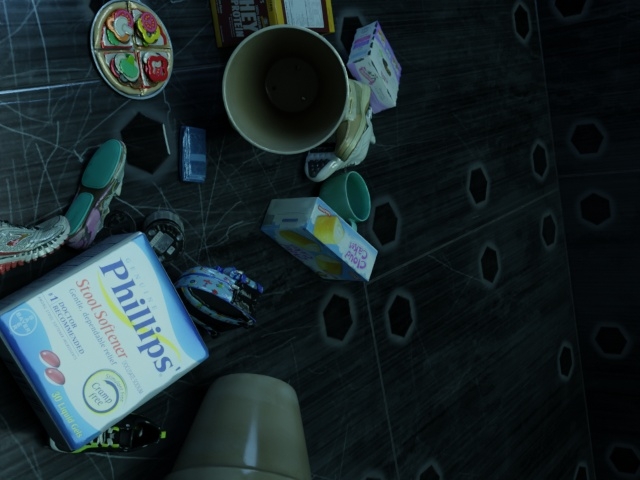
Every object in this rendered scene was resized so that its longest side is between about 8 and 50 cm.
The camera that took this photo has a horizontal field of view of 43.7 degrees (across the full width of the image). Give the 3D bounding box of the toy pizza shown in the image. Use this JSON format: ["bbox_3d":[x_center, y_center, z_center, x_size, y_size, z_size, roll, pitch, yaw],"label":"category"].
[{"bbox_3d":[-0.369,-0.384,1.596,0.201,0.032,0.202,2,87,-50],"label":"toy pizza"}]

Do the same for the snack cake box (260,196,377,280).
[{"bbox_3d":[0.000,0.000,1.928,0.264,0.152,0.089,40,60,-41],"label":"snack cake box"}]

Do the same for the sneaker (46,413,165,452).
[{"bbox_3d":[-0.391,0.354,1.491,0.234,0.097,0.084,11,80,-49],"label":"sneaker"}]

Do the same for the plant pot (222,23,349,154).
[{"bbox_3d":[-0.070,-0.331,1.733,0.274,0.256,0.257,-90,167,-77],"label":"plant pot"}]

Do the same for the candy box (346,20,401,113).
[{"bbox_3d":[0.147,-0.464,2.138,0.165,0.070,0.196,57,30,-32],"label":"candy box"}]

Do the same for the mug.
[{"bbox_3d":[0.050,-0.094,2.017,0.130,0.097,0.158,62,33,-25],"label":"mug"}]

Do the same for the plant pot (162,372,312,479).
[{"bbox_3d":[-0.156,0.439,1.645,0.323,0.323,0.281,39,43,-42],"label":"plant pot"}]

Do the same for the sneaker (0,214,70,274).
[{"bbox_3d":[-0.525,-0.002,1.354,0.225,0.088,0.093,-30,110,-47],"label":"sneaker"}]

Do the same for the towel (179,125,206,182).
[{"bbox_3d":[-0.271,-0.184,1.708,0.067,0.029,0.120,1,87,-51],"label":"towel"}]

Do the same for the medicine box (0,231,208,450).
[{"bbox_3d":[-0.391,0.166,1.391,0.289,0.149,0.264,-34,106,-30],"label":"medicine box"}]

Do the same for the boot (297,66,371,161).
[{"bbox_3d":[0.011,-0.322,1.924,0.203,0.095,0.262,25,51,-16],"label":"boot"}]

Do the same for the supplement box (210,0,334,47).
[{"bbox_3d":[-0.108,-0.513,1.787,0.194,0.191,0.129,-17,102,-49],"label":"supplement box"}]

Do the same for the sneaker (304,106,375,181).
[{"bbox_3d":[0.063,-0.230,2.056,0.292,0.110,0.118,-51,134,-37],"label":"sneaker"}]

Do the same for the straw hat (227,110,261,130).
[{"bbox_3d":[-0.173,-0.276,1.796,0.144,0.061,0.145,43,30,-33],"label":"straw hat"}]

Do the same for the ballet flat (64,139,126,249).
[{"bbox_3d":[-0.419,-0.082,1.505,0.222,0.076,0.079,-69,153,-18],"label":"ballet flat"}]

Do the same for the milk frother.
[{"bbox_3d":[-0.340,-0.020,1.551,0.129,0.135,0.143,-32,105,-5],"label":"milk frother"}]

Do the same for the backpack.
[{"bbox_3d":[-0.227,0.113,1.662,0.173,0.158,0.117,35,54,-31],"label":"backpack"}]
